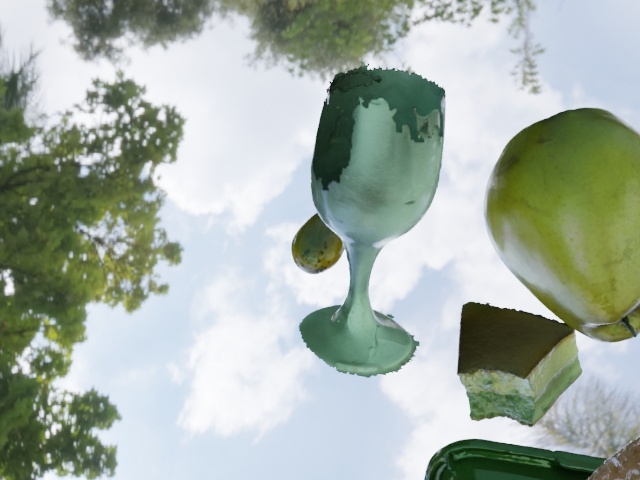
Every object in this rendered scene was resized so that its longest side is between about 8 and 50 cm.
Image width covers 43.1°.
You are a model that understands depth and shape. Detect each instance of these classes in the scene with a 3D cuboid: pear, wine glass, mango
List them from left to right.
[{"bbox_3d":[0.000,0.000,1.183,0.079,0.057,0.114,4,-132,20],"label":"mango"},{"bbox_3d":[0.052,-0.018,0.857,0.144,0.321,0.143,3,-154,-1],"label":"wine glass"},{"bbox_3d":[0.392,-0.028,1.185,0.285,0.285,0.336,-31,-101,-30],"label":"pear"}]

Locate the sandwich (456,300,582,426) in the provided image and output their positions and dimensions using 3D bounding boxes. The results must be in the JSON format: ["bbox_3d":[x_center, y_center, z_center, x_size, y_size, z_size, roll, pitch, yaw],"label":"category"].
[{"bbox_3d":[0.284,0.200,1.330,0.186,0.108,0.220,-34,-150,-32],"label":"sandwich"}]

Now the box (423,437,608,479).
[{"bbox_3d":[0.245,0.337,0.723,0.329,0.252,0.177,7,-157,4],"label":"box"}]

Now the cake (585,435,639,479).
[{"bbox_3d":[0.200,0.121,0.373,0.090,0.225,0.109,-5,-129,-9],"label":"cake"}]
